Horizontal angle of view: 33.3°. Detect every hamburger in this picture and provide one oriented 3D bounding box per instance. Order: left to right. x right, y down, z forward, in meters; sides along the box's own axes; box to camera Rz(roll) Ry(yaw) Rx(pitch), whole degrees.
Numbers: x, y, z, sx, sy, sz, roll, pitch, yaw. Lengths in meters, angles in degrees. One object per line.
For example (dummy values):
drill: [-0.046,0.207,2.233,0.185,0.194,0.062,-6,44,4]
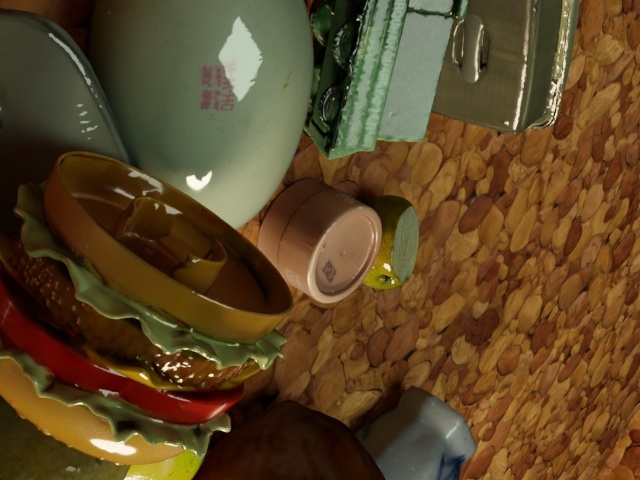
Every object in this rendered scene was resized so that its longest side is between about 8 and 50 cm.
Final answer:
hamburger: [-0.178,0.074,0.951,0.274,0.274,0.212,15,115,-54]

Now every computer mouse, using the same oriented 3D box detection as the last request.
computer mouse: [-0.283,-0.070,1.029,0.197,0.095,0.331,-10,132,5]

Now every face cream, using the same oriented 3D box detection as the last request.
face cream: [0.000,0.000,1.488,0.149,0.104,0.149,-31,136,-35]

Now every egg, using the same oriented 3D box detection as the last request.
egg: [-0.123,-0.159,1.113,0.230,0.230,0.371,-31,141,-34]

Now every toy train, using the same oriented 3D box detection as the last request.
toy train: [0.083,-0.255,1.340,0.178,0.138,0.330,2,117,-21]

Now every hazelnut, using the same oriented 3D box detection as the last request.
hazelnut: [-0.038,0.434,1.594,0.366,0.366,0.366,-31,136,-35]

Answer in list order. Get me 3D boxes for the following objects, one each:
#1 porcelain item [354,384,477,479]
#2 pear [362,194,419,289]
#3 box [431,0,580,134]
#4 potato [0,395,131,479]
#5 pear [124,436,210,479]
porcelain item: [0.099,0.461,1.885,0.405,0.178,0.242,-51,144,-17]
pear: [0.084,0.002,1.593,0.141,0.104,0.141,3,90,-70]
box: [0.243,-0.299,1.480,0.166,0.220,0.290,-47,146,-42]
potato: [-0.324,0.199,1.115,0.359,0.270,0.219,-58,161,-33]
pear: [-0.236,0.245,1.308,0.219,0.187,0.187,-60,145,-5]
